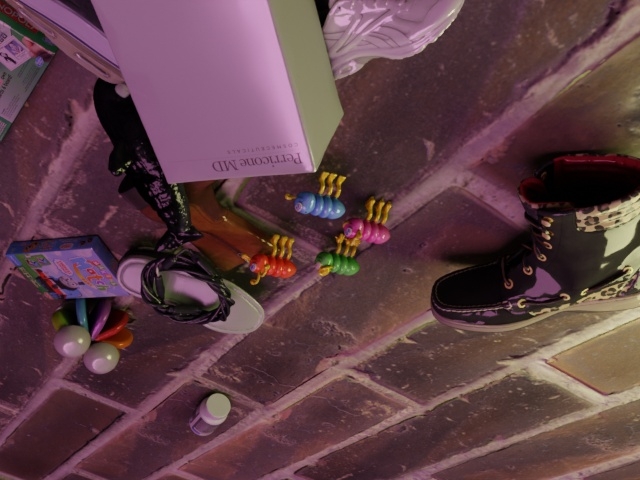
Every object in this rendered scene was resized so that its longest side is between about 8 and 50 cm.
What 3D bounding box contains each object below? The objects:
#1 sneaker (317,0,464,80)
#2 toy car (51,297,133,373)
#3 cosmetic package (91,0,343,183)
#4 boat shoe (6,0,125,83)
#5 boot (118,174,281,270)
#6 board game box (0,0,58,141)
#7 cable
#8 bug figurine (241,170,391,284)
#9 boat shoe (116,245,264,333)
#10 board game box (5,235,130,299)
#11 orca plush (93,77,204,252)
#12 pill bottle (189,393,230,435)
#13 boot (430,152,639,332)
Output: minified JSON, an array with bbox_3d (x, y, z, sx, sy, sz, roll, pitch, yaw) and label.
[{"bbox_3d":[0.064,-0.283,0.902,0.232,0.090,0.115,-17,130,30],"label":"sneaker"},{"bbox_3d":[-0.497,0.192,1.604,0.136,0.159,0.182,-46,120,8],"label":"toy car"},{"bbox_3d":[-0.127,-0.268,0.848,0.217,0.156,0.385,-4,124,21],"label":"cosmetic package"},{"bbox_3d":[-0.335,-0.297,0.896,0.094,0.109,0.302,-22,132,36],"label":"boat shoe"},{"bbox_3d":[-0.167,-0.044,1.249,0.264,0.096,0.280,-23,132,33],"label":"boot"},{"bbox_3d":[-0.552,-0.266,1.109,0.213,0.046,0.317,33,137,-24],"label":"board game box"},{"bbox_3d":[-0.249,0.103,1.365,0.151,0.047,0.184,-32,120,16],"label":"cable"},{"bbox_3d":[0.000,0.000,1.236,0.216,0.072,0.279,8,144,-25],"label":"bug figurine"},{"bbox_3d":[-0.252,0.091,1.444,0.303,0.091,0.114,28,106,-17],"label":"boat shoe"},{"bbox_3d":[-0.518,0.060,1.509,0.212,0.039,0.160,-5,138,19],"label":"board game box"},{"bbox_3d":[-0.284,-0.109,1.089,0.151,0.102,0.287,8,118,35],"label":"orca plush"},{"bbox_3d":[-0.290,0.457,1.910,0.078,0.078,0.137,23,141,-15],"label":"pill bottle"},{"bbox_3d":[0.344,0.011,1.151,0.378,0.138,0.284,-7,139,16],"label":"boot"}]
